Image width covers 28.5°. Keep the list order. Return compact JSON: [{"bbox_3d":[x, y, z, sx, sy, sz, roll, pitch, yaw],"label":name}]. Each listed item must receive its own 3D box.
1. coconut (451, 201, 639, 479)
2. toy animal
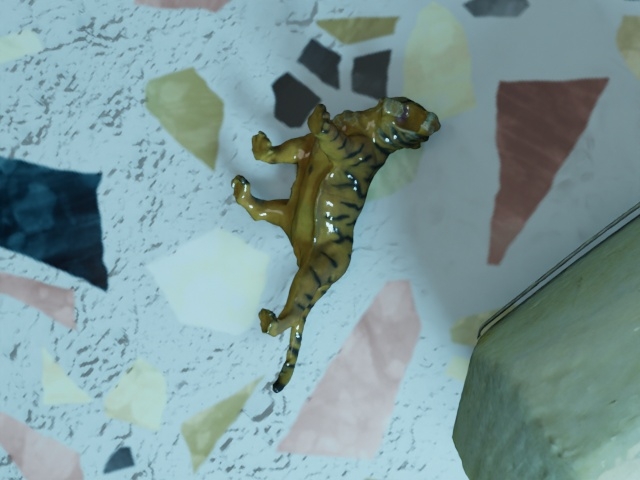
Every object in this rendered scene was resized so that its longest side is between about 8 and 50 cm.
[{"bbox_3d":[0.262,0.122,0.868,0.323,0.323,0.322,0,91,10],"label":"coconut"},{"bbox_3d":[-0.004,-0.003,1.019,0.116,0.114,0.255,11,99,-33],"label":"toy animal"}]
